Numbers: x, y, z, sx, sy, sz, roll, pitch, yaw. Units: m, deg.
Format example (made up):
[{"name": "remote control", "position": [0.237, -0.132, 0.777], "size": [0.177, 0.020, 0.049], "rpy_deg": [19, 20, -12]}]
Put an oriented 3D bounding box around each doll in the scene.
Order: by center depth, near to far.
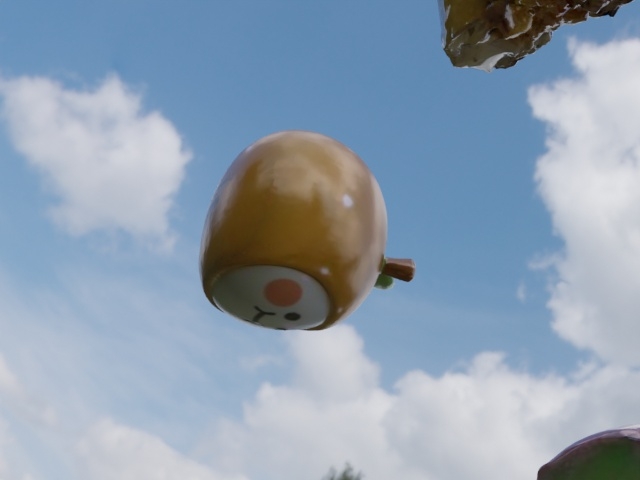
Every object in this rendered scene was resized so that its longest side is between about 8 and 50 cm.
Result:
[{"name": "doll", "position": [0.000, 0.000, 0.923], "size": [0.235, 0.214, 0.213], "rpy_deg": [15, -27, -17]}]

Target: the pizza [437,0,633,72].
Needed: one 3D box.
[{"name": "pizza", "position": [0.197, -0.267, 0.536], "size": [0.278, 0.114, 0.409], "rpy_deg": [53, -51, 32]}]

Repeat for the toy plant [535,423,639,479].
[{"name": "toy plant", "position": [0.316, 0.230, 0.722], "size": [0.356, 0.317, 0.210], "rpy_deg": [12, -39, -36]}]
